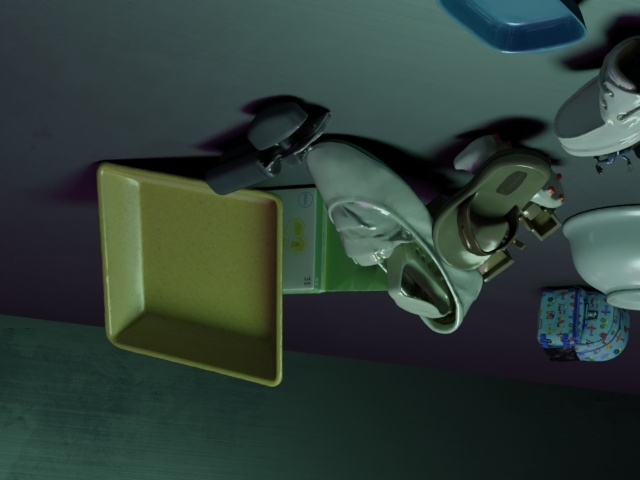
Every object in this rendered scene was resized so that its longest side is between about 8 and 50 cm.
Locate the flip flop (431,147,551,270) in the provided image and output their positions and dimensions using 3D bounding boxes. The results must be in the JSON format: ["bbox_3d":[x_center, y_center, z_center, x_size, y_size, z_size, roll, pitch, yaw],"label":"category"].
[{"bbox_3d":[0.237,-0.028,1.652,0.112,0.080,0.277,9,149,-17],"label":"flip flop"}]

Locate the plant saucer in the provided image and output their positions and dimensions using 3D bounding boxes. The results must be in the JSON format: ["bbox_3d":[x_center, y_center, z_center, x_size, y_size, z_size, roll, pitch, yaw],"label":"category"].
[{"bbox_3d":[-0.195,0.042,1.915,0.333,0.332,0.081,11,-155,21],"label":"plant saucer"}]

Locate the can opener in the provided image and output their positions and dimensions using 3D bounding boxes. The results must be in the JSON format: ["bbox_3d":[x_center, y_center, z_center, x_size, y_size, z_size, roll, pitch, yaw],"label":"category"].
[{"bbox_3d":[-0.088,-0.137,1.663,0.095,0.076,0.283,46,150,-19],"label":"can opener"}]

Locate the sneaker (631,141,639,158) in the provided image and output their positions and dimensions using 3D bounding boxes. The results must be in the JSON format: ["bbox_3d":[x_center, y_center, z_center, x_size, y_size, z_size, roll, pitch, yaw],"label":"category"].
[{"bbox_3d":[0.515,-0.084,1.531,0.228,0.130,0.087,8,164,-7],"label":"sneaker"}]

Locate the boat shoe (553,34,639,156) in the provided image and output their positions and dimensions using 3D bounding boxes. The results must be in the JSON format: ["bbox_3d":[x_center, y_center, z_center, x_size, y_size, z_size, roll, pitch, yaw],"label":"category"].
[{"bbox_3d":[0.342,-0.177,1.277,0.096,0.098,0.277,18,149,-31],"label":"boat shoe"}]

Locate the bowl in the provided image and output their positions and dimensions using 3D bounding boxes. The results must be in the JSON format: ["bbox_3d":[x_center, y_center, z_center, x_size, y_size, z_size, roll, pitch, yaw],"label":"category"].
[{"bbox_3d":[0.558,0.041,2.016,0.298,0.134,0.298,5,166,1],"label":"bowl"}]

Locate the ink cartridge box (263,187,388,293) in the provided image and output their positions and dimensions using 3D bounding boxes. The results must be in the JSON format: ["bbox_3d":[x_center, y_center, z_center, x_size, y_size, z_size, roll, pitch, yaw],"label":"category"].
[{"bbox_3d":[0.000,0.000,1.927,0.235,0.171,0.056,-3,170,26],"label":"ink cartridge box"}]

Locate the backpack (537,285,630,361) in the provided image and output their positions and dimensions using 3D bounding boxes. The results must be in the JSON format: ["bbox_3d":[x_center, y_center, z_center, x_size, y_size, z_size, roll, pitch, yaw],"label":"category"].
[{"bbox_3d":[0.560,0.177,2.514,0.173,0.158,0.117,-2,149,32],"label":"backpack"}]

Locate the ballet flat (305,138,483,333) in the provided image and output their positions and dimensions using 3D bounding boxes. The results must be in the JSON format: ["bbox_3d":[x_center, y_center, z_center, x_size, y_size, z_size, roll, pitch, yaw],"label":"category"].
[{"bbox_3d":[0.112,0.009,1.767,0.139,0.139,0.400,-8,141,41],"label":"ballet flat"}]

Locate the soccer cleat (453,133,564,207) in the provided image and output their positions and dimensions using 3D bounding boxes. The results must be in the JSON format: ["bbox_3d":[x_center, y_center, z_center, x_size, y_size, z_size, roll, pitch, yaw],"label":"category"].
[{"bbox_3d":[0.271,-0.094,1.679,0.196,0.068,0.076,25,142,-38],"label":"soccer cleat"}]

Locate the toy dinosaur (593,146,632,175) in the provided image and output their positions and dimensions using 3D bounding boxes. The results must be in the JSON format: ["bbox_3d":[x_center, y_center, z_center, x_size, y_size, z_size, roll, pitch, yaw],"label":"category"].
[{"bbox_3d":[0.405,-0.120,1.603,0.090,0.047,0.082,25,139,-29],"label":"toy dinosaur"}]

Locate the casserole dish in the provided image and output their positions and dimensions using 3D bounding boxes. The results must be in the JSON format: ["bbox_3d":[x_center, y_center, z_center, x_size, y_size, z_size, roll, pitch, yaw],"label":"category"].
[{"bbox_3d":[0.194,-0.237,1.189,0.114,0.037,0.188,-6,164,34],"label":"casserole dish"}]

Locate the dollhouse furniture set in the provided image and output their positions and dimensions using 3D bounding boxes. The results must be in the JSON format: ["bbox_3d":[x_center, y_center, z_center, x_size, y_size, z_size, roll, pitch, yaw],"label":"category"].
[{"bbox_3d":[0.263,-0.058,1.883,0.161,0.101,0.182,-38,127,12],"label":"dollhouse furniture set"}]
